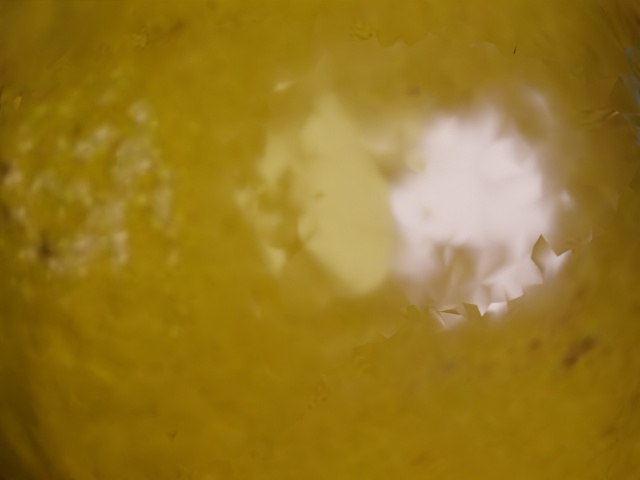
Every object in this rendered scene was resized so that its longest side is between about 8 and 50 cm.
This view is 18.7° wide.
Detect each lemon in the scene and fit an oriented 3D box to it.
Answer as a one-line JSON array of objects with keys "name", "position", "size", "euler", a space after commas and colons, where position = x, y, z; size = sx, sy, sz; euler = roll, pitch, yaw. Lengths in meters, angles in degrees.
[{"name": "lemon", "position": [0.000, 0.001, 0.652], "size": [0.297, 0.297, 0.297], "euler": [1, 85, -9]}]
